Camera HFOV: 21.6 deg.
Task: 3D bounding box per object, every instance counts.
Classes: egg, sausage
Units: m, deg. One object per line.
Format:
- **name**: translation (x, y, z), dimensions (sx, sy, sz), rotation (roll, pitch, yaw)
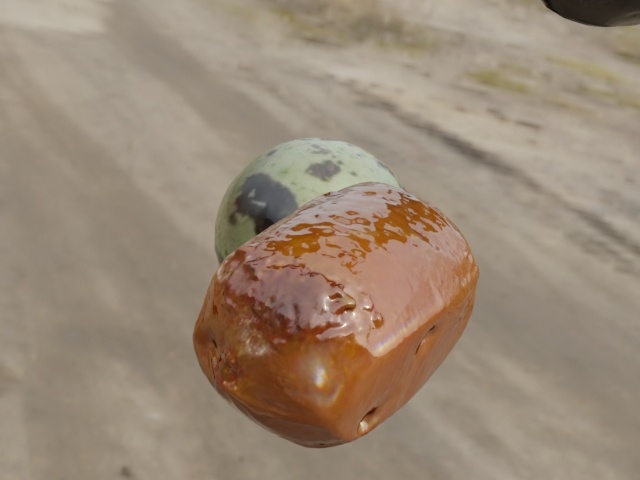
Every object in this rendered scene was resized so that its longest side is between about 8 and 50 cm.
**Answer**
- **egg**: translation (0.000, 0.000, 2.379), dimensions (0.288, 0.287, 0.379), rotation (15, 2, 16)
- **sausage**: translation (0.018, 0.047, 1.207), dimensions (0.141, 0.153, 0.268), rotation (30, 29, 16)

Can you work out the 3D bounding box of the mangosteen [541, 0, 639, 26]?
- **mangosteen**: translation (0.308, -0.358, 1.652), dimensions (0.233, 0.287, 0.287), rotation (2, 16, -31)
